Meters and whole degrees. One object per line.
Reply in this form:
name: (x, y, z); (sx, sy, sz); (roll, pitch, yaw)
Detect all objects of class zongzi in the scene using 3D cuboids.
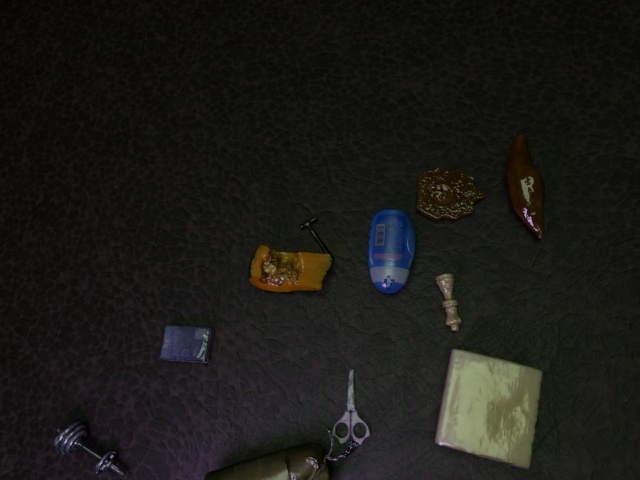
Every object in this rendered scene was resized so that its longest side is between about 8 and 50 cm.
zongzi: (-0.065, 0.740, 1.401); (0.447, 0.181, 0.418); (-18, 84, 0)

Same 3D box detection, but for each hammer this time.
hammer: (0.000, 0.000, 1.704); (0.065, 0.021, 0.178); (-33, 70, -3)

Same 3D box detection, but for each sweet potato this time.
sweet potato: (0.630, -0.173, 1.606); (0.112, 0.112, 0.359); (-10, 73, 7)

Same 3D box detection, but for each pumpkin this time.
pumpkin: (-0.102, 0.095, 1.646); (0.248, 0.126, 0.130); (12, 65, -6)

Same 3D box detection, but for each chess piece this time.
chess piece: (0.388, 0.185, 1.556); (0.060, 0.060, 0.171); (-10, 72, 7)

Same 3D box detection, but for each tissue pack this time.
tissue pack: (-0.424, 0.327, 1.654); (0.156, 0.051, 0.112); (1, 69, 11)

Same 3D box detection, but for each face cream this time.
face cream: (0.220, 0.034, 1.619); (0.149, 0.083, 0.263); (3, 72, 12)

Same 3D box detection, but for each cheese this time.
cheese: (0.454, 0.449, 1.418); (0.243, 0.124, 0.265); (12, 75, 10)

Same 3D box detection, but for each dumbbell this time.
dumbbell: (-0.694, 0.639, 1.574); (0.255, 0.110, 0.110); (29, 79, 11)

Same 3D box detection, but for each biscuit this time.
biscuit: (0.418, -0.147, 1.672); (0.215, 0.034, 0.182); (4, 73, 9)

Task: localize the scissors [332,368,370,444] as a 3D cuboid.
scissors: (0.090, 0.484, 1.523); (0.110, 0.021, 0.212); (-1, 72, 8)
